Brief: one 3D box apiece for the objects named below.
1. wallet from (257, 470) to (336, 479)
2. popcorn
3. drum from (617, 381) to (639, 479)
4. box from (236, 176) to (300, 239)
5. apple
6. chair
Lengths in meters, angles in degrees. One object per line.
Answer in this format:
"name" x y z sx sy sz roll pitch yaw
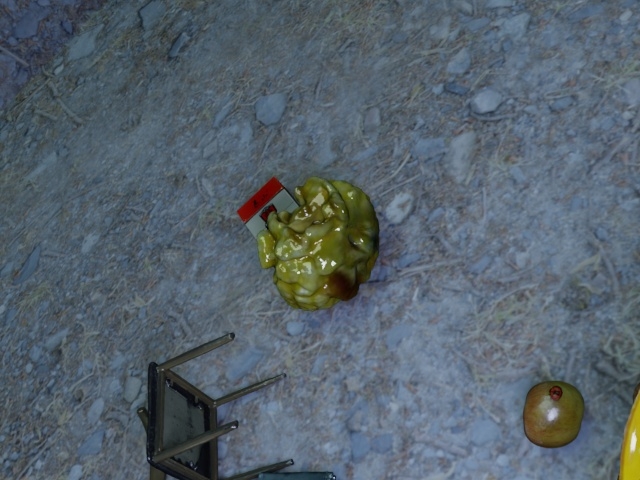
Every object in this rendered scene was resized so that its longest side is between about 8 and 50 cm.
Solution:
"wallet" -0.038 0.375 1.209 0.129 0.026 0.088 -10 56 30
"popcorn" 0.000 0.002 1.351 0.169 0.189 0.218 6 63 37
"drum" 0.471 0.204 0.694 0.431 0.214 0.431 -3 85 29
"box" -0.081 -0.039 1.552 0.100 0.048 0.152 -41 45 1
"apple" 0.287 0.214 1.047 0.071 0.084 0.084 5 60 20
"chair" -0.202 0.287 1.298 0.272 0.166 0.188 -26 45 18
